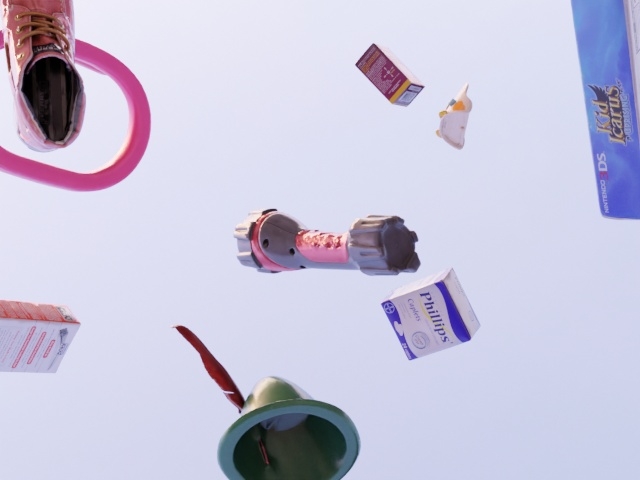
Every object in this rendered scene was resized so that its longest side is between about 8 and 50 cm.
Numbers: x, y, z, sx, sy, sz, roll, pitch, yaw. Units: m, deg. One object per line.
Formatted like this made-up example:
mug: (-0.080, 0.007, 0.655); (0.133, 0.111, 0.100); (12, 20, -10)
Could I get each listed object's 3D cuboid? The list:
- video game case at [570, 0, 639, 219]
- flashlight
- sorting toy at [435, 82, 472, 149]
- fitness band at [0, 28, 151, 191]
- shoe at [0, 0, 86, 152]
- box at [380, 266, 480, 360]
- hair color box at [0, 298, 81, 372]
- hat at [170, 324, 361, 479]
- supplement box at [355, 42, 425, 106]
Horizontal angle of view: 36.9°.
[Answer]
video game case: (0.353, -0.198, 1.049); (0.061, 0.269, 0.244); (5, -146, 35)
flashlight: (0.000, 0.000, 1.391); (0.103, 0.103, 0.304); (-9, -175, -40)
sorting toy: (0.202, -0.190, 1.408); (0.045, 0.083, 0.075); (18, -123, 11)
fitness band: (-0.369, -0.181, 1.343); (0.291, 0.208, 0.054); (16, 173, -42)
shoe: (-0.220, -0.159, 0.765); (0.064, 0.177, 0.081); (-5, -172, -25)
box: (0.203, 0.136, 1.769); (0.126, 0.137, 0.072); (63, -151, -5)
hair color box: (-0.433, 0.134, 1.345); (0.167, 0.093, 0.053); (12, -156, -48)
hat: (-0.058, 0.197, 1.218); (0.173, 0.208, 0.183); (-26, -143, 7)
supplement box: (0.097, -0.231, 1.340); (0.083, 0.043, 0.055); (49, -157, 16)
